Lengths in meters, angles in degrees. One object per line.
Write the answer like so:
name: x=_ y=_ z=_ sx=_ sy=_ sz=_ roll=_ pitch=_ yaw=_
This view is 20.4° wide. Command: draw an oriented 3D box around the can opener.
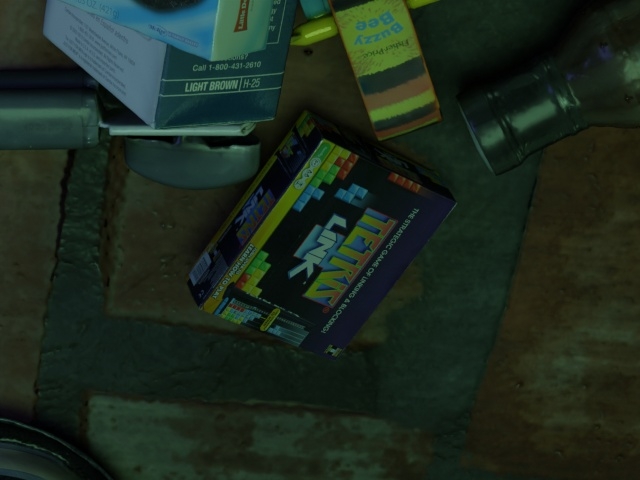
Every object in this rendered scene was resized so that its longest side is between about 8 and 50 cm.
can opener: x=-0.185 y=-0.075 z=1.327 sx=0.283 sy=0.076 sz=0.095 roll=-1 pitch=116 yaw=-5

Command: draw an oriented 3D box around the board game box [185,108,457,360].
board game box: x=0.000 y=0.000 z=1.381 sx=0.141 sy=0.048 sz=0.170 roll=23 pitch=113 yaw=-33

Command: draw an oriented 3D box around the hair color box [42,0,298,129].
hair color box: x=-0.082 y=-0.266 z=1.174 sx=0.105 sy=0.174 sz=0.347 roll=-8 pitch=122 yaw=-35

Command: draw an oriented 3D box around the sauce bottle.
sauce bottle: x=0.266 y=-0.156 z=1.319 sx=0.344 sy=0.111 sz=0.111 roll=-25 pitch=117 yaw=8

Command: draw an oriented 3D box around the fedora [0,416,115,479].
fedora: x=-0.305 y=0.307 z=1.462 sx=0.334 sy=0.152 sz=0.334 roll=-3 pitch=116 yaw=-5

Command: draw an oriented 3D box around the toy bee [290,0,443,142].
toy bee: x=0.016 y=-0.181 z=1.249 sx=0.195 sy=0.162 sz=0.298 roll=-37 pitch=115 yaw=14

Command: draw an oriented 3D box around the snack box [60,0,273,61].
snack box: x=-0.157 y=-0.248 z=1.101 sx=0.322 sy=0.060 sz=0.187 roll=24 pitch=116 yaw=32
